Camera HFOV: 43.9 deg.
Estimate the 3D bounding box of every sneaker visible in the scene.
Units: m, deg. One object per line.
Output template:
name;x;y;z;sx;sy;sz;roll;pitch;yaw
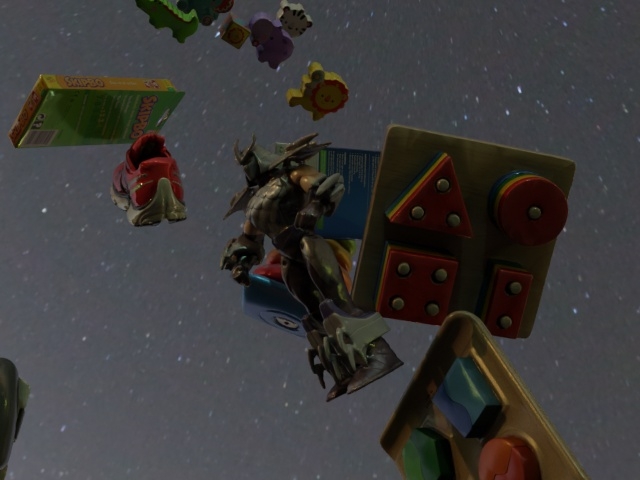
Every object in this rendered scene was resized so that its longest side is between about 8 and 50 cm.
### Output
sneaker;-0.251;-0.102;1.183;0.107;0.279;0.119;-6;-75;-22

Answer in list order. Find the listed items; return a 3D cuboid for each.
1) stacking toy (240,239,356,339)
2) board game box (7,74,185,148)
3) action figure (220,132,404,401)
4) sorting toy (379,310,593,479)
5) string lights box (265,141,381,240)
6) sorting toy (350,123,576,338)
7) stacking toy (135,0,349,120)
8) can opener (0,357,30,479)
stacking toy;0.000;0.000;1.274;0.165;0.302;0.175;20;-23;3
board game box;-0.331;-0.195;1.208;0.124;0.259;0.039;-46;-112;33
action figure;-0.018;0.016;0.803;0.285;0.099;0.185;62;-36;8
sorting toy;0.125;0.252;0.773;0.041;0.229;0.307;1;-52;-31
string lights box;0.049;-0.067;1.173;0.259;0.076;0.134;3;-90;-17
sorting toy;0.190;0.000;1.040;0.256;0.089;0.256;10;-77;-6
stacking toy;-0.081;-0.218;0.774;0.221;0.167;0.052;25;-62;-32
can opener;-0.334;0.245;0.712;0.075;0.284;0.095;15;-24;-13
